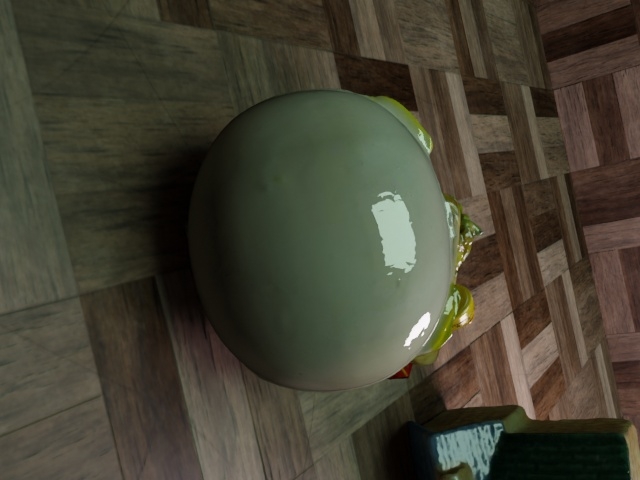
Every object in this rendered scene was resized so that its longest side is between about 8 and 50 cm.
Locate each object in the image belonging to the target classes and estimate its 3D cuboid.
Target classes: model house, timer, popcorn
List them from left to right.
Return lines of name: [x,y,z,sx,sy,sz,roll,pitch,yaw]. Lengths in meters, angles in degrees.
popcorn: [0.247,-0.023,1.393,0.173,0.142,0.173,18,53,-26]
timer: [0.260,0.129,1.376,0.109,0.107,0.107,63,36,-38]
model house: [0.362,0.468,1.173,0.342,0.382,0.335,5,74,-60]

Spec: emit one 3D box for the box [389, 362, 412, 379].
box: [0.120,0.154,1.216,0.175,0.048,0.112,56,40,-29]

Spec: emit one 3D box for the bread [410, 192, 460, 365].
bread: [0.170,0.064,1.149,0.173,0.121,0.311,85,19,-45]

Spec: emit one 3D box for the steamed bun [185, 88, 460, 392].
steamed bun: [-0.001,0.000,0.840,0.334,0.334,0.374,-12,93,-56]
